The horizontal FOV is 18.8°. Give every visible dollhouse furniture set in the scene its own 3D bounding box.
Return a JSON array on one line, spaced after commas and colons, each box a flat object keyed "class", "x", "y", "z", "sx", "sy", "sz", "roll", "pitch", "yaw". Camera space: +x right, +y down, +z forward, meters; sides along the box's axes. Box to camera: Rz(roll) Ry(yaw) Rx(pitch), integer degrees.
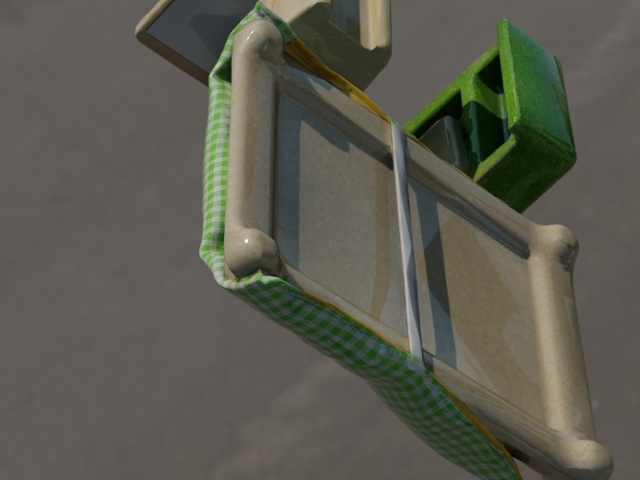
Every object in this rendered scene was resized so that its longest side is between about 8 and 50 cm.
[{"class": "dollhouse furniture set", "x": 0.000, "y": 0.000, "z": 0.847, "sx": 0.197, "sy": 0.151, "sz": 0.301, "roll": 33, "pitch": 33, "yaw": -25}]
